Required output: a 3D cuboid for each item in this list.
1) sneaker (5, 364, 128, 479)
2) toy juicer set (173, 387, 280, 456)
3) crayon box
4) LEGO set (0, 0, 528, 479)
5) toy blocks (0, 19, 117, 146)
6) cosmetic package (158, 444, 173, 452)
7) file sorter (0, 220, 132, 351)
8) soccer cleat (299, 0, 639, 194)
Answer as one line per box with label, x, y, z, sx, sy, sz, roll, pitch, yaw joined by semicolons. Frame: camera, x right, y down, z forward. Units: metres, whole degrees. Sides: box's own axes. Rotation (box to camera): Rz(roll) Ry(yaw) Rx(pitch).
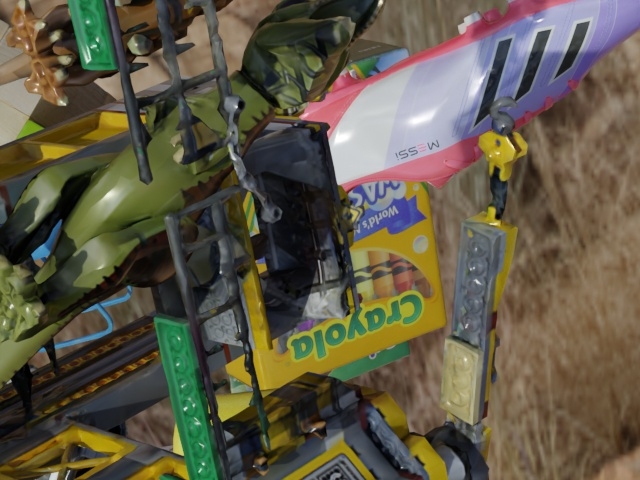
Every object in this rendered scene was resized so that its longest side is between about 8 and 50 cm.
sneaker;-0.310;0.134;1.578;0.257;0.169;0.447;-8;67;7
toy juicer set;-0.029;0.242;1.032;0.089;0.329;0.209;1;63;8
crayon box;0.000;0.000;1.474;0.203;0.323;0.083;-20;22;-26
LEGO set;-0.035;-0.052;0.500;0.192;0.331;0.255;-28;16;-40
toy blocks;-0.293;-0.130;1.257;0.381;0.261;0.190;29;86;15
cosmetic package;-0.326;0.423;2.002;0.377;0.097;0.284;-8;98;-10
file sorter;-0.204;-0.006;1.350;0.118;0.104;0.170;-15;35;36
soccer cleat;0.089;-0.083;0.964;0.248;0.083;0.095;-21;92;14
